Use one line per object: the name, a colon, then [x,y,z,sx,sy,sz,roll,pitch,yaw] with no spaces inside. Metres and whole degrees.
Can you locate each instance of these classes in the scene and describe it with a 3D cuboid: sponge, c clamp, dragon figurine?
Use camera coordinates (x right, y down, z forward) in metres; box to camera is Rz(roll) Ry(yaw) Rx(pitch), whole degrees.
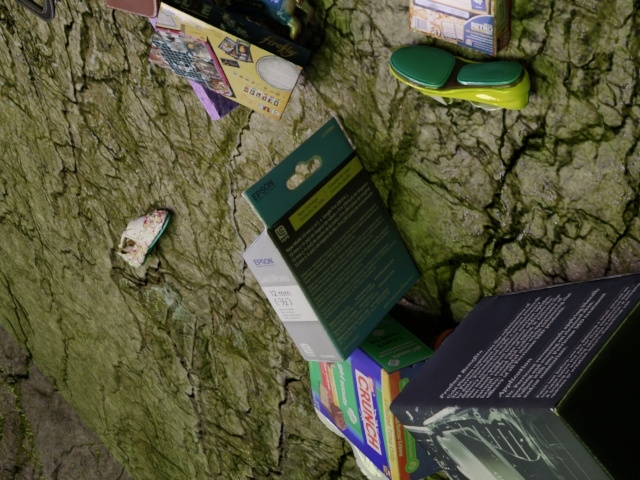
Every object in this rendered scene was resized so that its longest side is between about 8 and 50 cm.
sponge: [-0.195,-0.324,1.918,0.031,0.117,0.210,-7,119,52]
c clamp: [-0.583,-0.509,2.231,0.160,0.022,0.137,31,148,18]
dragon figurine: [-0.077,-0.405,1.726,0.144,0.085,0.289,30,151,8]

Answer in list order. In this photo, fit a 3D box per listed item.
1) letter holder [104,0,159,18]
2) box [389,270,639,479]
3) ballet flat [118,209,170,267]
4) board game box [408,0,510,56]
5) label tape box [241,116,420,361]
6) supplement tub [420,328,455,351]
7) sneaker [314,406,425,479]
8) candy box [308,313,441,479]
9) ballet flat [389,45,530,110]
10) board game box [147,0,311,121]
letter holder: [-0.251,-0.515,1.756,0.214,0.152,0.302,21,138,29]
box: [0.438,0.322,1.671,0.480,0.297,0.472,49,159,-9]
ballet flat: [-0.405,-0.006,2.484,0.077,0.091,0.241,25,146,-11]
board game box: [0.190,-0.365,1.532,0.147,0.045,0.193,24,140,29]
label tape box: [0.000,0.000,1.924,0.115,0.249,0.348,-7,120,49]
supplement tub: [0.267,0.214,1.989,0.198,0.106,0.106,3,127,45]
sneaker: [0.115,0.413,2.357,0.297,0.111,0.129,44,140,1]
candy box: [0.098,0.267,2.090,0.317,0.122,0.268,36,139,51]
ballet flat: [0.206,-0.231,1.635,0.231,0.077,0.077,15,152,35]
board game box: [-0.151,-0.300,1.794,0.243,0.042,0.165,25,150,-5]
